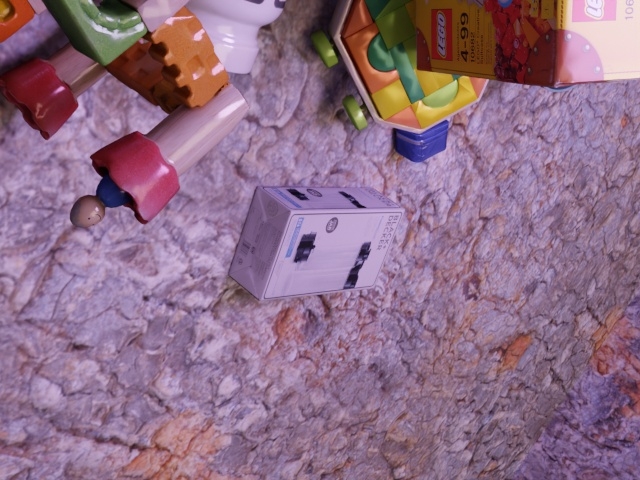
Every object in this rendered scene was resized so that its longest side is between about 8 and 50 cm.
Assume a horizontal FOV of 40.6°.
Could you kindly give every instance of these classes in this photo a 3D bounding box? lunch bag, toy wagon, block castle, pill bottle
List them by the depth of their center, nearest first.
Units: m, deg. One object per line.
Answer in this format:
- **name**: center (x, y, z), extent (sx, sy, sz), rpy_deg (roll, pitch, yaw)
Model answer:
- **block castle**: center (-0.285, -0.238, 0.772), extent (0.213, 0.303, 0.453), rpy_deg (-43, 141, -14)
- **pill bottle**: center (-0.101, -0.349, 1.010), extent (0.162, 0.162, 0.279), rpy_deg (0, 118, -48)
- **toy wagon**: center (0.121, -0.323, 1.274), extent (0.267, 0.068, 0.344), rpy_deg (-29, 124, 2)
- **lunch bag**: center (0.183, -0.190, 1.535), extent (0.098, 0.067, 0.065), rpy_deg (-30, 137, -32)

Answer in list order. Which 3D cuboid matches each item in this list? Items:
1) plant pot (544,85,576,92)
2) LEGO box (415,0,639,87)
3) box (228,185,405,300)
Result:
- **plant pot**: center (0.372, -0.421, 1.458), extent (0.293, 0.196, 0.293), rpy_deg (-29, 136, -32)
- **LEGO box**: center (0.268, -0.450, 1.026), extent (0.193, 0.372, 0.500), rpy_deg (-6, 105, -16)
- **box**: center (0.000, 0.000, 1.462), extent (0.290, 0.087, 0.169), rpy_deg (-2, 119, -48)
